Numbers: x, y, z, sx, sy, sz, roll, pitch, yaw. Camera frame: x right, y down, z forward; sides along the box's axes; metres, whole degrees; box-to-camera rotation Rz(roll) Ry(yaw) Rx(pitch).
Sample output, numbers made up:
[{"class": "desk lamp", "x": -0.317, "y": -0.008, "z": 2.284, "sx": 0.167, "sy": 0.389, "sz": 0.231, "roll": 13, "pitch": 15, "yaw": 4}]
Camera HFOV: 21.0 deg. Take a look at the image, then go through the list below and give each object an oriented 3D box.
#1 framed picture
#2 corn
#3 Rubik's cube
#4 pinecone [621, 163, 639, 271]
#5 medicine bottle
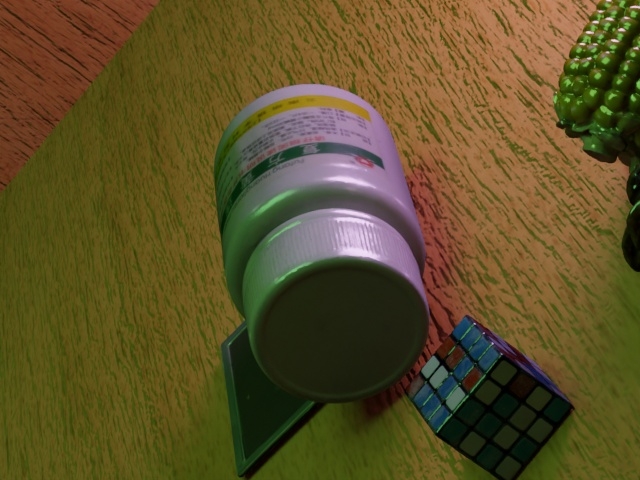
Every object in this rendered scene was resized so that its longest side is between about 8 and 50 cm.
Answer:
[{"class": "framed picture", "x": -0.036, "y": 0.127, "z": 1.925, "sx": 0.197, "sy": 0.014, "sz": 0.252, "roll": -45, "pitch": 27, "yaw": 18}, {"class": "corn", "x": 0.342, "y": -0.233, "z": 1.575, "sx": 0.387, "sy": 0.144, "sz": 0.144, "roll": -59, "pitch": 25, "yaw": -15}, {"class": "Rubik's cube", "x": 0.145, "y": 0.138, "z": 1.504, "sx": 0.092, "sy": 0.092, "sz": 0.092, "roll": -50, "pitch": 25, "yaw": 7}, {"class": "pinecone", "x": 0.321, "y": -0.012, "z": 1.278, "sx": 0.207, "sy": 0.207, "sz": 0.208, "roll": -40, "pitch": 29, "yaw": 27}, {"class": "medicine bottle", "x": 0.000, "y": 0.000, "z": 1.792, "sx": 0.208, "sy": 0.208, "sz": 0.340, "roll": -45, "pitch": 26, "yaw": 19}]
